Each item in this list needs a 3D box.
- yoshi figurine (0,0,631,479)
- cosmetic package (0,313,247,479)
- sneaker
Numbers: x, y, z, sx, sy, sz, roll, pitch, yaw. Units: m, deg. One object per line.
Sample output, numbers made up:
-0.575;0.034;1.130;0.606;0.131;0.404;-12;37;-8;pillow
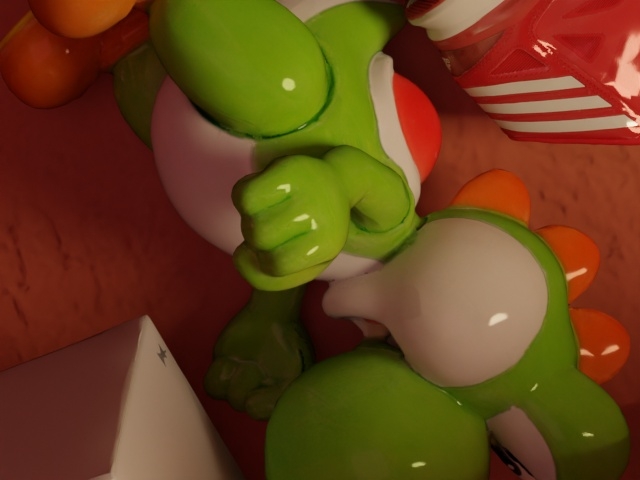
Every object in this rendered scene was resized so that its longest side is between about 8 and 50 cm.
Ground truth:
-0.017;0.016;0.940;0.362;0.203;0.203;47;117;0;yoshi figurine
-0.136;0.191;0.952;0.225;0.138;0.224;-22;117;13;cosmetic package
0.161;-0.130;0.954;0.221;0.087;0.128;-33;110;8;sneaker
